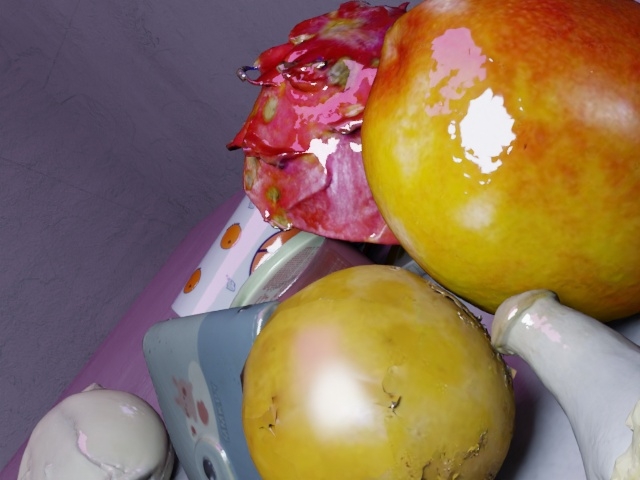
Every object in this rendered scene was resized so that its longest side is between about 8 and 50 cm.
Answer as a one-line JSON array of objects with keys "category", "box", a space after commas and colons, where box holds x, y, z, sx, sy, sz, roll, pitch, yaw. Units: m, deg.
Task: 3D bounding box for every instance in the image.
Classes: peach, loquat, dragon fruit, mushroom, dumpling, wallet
[{"category": "peach", "box": [0.191, -0.082, 0.699, 0.308, 0.332, 0.308, -53, 9, 13]}, {"category": "loquat", "box": [0.047, 0.137, 0.668, 0.235, 0.235, 0.235, -42, 14, 13]}, {"category": "dragon fruit", "box": [0.076, -0.166, 1.012, 0.371, 0.249, 0.386, -18, 35, -23]}, {"category": "mushroom", "box": [0.196, 0.117, 0.512, 0.103, 0.118, 0.270, -58, 16, 12]}, {"category": "dumpling", "box": [-0.357, 0.405, 1.259, 0.395, 0.233, 0.315, 25, 102, 62]}, {"category": "wallet", "box": [-0.112, 0.208, 0.951, 0.083, 0.252, 0.360, -13, -2, -33]}]

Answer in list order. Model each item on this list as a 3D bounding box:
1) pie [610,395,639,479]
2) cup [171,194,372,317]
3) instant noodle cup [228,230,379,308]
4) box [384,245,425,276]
[{"category": "pie", "box": [0.171, 0.165, 0.182, 0.077, 0.339, 0.339, -4, -1, -22]}, {"category": "cup", "box": [-0.053, 0.023, 1.208, 0.317, 0.212, 0.212, -58, 15, -6]}, {"category": "instant noodle cup", "box": [0.005, 0.099, 1.015, 0.235, 0.178, 0.235, -40, 15, 13]}, {"category": "box", "box": [0.192, -0.023, 1.130, 0.247, 0.033, 0.129, -35, 18, 37]}]
